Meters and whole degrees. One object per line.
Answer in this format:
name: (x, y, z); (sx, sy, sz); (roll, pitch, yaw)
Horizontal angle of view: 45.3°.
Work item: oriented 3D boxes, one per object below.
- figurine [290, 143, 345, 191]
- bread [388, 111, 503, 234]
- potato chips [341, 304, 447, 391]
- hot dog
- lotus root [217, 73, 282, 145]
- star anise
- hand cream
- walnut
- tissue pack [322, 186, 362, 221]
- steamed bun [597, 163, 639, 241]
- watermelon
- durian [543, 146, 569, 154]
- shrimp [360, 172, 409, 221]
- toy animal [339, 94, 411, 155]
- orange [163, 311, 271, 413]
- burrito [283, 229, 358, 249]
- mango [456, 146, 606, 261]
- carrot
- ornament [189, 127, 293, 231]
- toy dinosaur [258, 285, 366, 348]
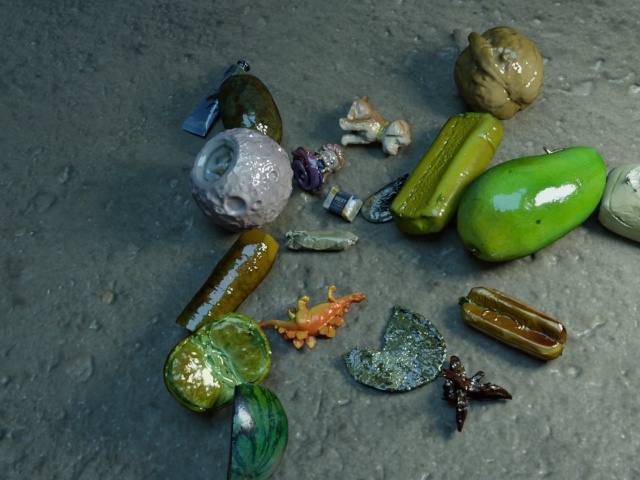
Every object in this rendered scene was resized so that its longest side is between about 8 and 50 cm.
figurine: (-0.010, -0.198, 2.003); (0.157, 0.114, 0.126); (-34, 91, -45)
bread: (0.319, -0.162, 1.896); (0.166, 0.112, 0.383); (11, 56, 42)
potato chips: (0.166, 0.247, 1.703); (0.220, 0.029, 0.202); (-29, 59, -12)
hot dog: (0.417, 0.177, 1.680); (0.250, 0.076, 0.104); (23, 83, 28)
lotus root: (-0.193, -0.345, 2.099); (0.160, 0.152, 0.274); (-14, 56, -10)
star anise: (0.298, 0.290, 1.584); (0.141, 0.144, 0.158); (-33, 55, -22)
hand cream: (-0.294, -0.415, 2.228); (0.091, 0.058, 0.271); (24, 69, 28)
walnut: (0.460, -0.443, 2.004); (0.224, 0.257, 0.257); (-39, 52, 23)
tissue pack: (0.055, -0.090, 1.939); (0.083, 0.042, 0.062); (27, 84, 28)
steamed bun: (0.759, -0.089, 1.743); (0.239, 0.152, 0.170); (18, 62, 24)
watermelon: (-0.143, 0.400, 1.585); (0.129, 0.146, 0.231); (-4, 53, 8)
durian: (0.591, -0.173, 1.880); (0.110, 0.071, 0.140); (-41, 82, -1)
shrimp: (0.176, -0.103, 1.939); (0.161, 0.034, 0.091); (-42, 61, -8)
toy animal: (0.167, -0.319, 2.048); (0.185, 0.104, 0.183); (11, 52, 23)
orange: (-0.224, 0.269, 1.679); (0.237, 0.158, 0.179); (-37, 88, -14)
burrito: (0.000, -0.001, 1.893); (0.188, 0.045, 0.058); (0, 63, 8)
mango: (0.484, -0.095, 1.767); (0.382, 0.201, 0.225); (-32, 48, -4)
carrot: (-0.215, 0.107, 1.824); (0.114, 0.114, 0.301); (27, 69, 26)
ornament: (-0.192, -0.145, 1.913); (0.260, 0.225, 0.259); (-18, 57, 30)
toy dinosaur: (-0.027, 0.190, 1.758); (0.288, 0.070, 0.117); (-21, 55, 2)
